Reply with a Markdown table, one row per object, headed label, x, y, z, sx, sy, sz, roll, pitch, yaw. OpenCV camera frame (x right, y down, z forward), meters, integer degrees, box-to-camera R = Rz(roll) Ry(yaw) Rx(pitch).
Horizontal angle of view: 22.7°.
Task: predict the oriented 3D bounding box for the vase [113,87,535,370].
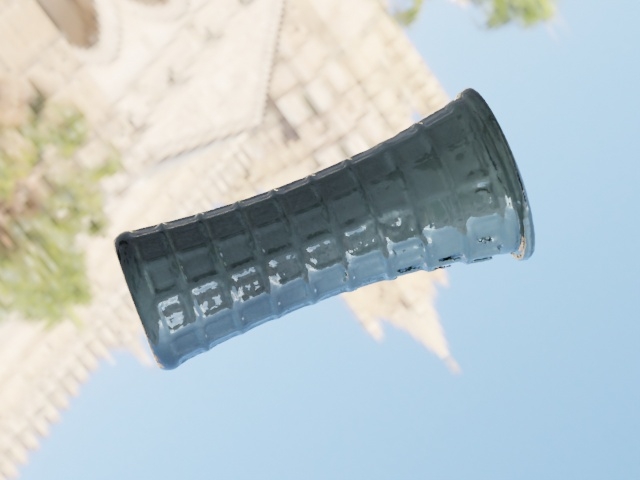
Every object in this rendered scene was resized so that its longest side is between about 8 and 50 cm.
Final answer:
| label | x | y | z | sx | sy | sz | roll | pitch | yaw |
| --- | --- | --- | --- | --- | --- | --- | --- | --- | --- |
| vase | 0.000 | 0.000 | 1.213 | 0.299 | 0.143 | 0.143 | -21 | -163 | -5 |
